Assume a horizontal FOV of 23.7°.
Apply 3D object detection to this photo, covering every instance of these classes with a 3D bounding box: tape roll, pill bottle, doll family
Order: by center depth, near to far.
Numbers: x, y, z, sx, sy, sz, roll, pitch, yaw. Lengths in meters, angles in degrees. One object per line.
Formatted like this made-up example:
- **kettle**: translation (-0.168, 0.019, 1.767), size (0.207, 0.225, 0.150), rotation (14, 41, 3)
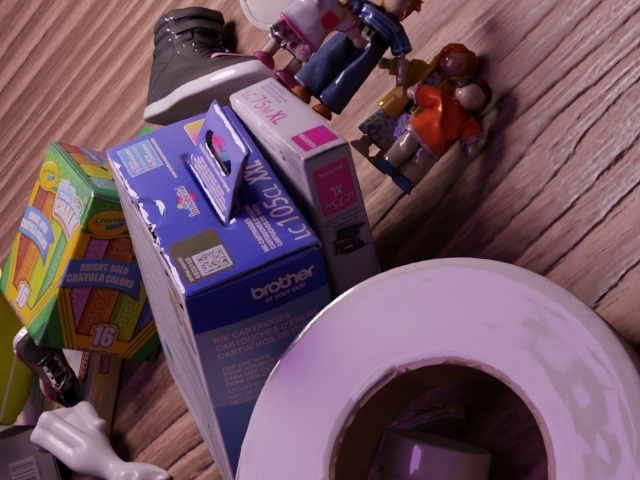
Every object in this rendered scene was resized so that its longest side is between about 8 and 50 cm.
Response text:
- **tape roll**: translation (0.111, 0.207, 1.308), size (0.392, 0.072, 0.392), rotation (-9, 70, 26)
- **pill bottle**: translation (0.086, 0.298, 1.416), size (0.131, 0.131, 0.229), rotation (13, 90, 57)
- **doll family**: translation (0.063, -0.179, 1.559), size (0.163, 0.263, 0.118), rotation (-48, 3, 2)

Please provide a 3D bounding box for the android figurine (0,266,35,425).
- **android figurine**: translation (-0.464, 0.162, 2.122), size (0.056, 0.273, 0.248), rotation (7, 76, 13)

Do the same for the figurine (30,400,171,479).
- **figurine**: translation (-0.304, 0.346, 1.998), size (0.209, 0.092, 0.215), rotation (29, 97, 33)

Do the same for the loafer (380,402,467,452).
- **loafer**: translation (0.099, 0.180, 1.516), size (0.125, 0.045, 0.039), rotation (-37, 44, 48)

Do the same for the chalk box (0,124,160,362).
- **chalk box**: translation (-0.279, -0.013, 2.018), size (0.180, 0.179, 0.289), rotation (42, 115, 53)

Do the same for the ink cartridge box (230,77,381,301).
- **ink cartridge box**: translation (0.000, 0.000, 1.603), size (0.186, 0.065, 0.311), rotation (45, 154, 53)

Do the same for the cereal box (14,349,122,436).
- **cereal box**: translation (-0.365, 0.215, 2.192), size (0.240, 0.047, 0.173), rotation (5, 86, 57)

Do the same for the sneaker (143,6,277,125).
- **sneaker**: translation (-0.147, -0.240, 1.957), size (0.295, 0.104, 0.147), rotation (-10, 77, 59)

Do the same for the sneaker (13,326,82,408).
- **sneaker**: translation (-0.358, 0.171, 2.055), size (0.061, 0.158, 0.065), rotation (-44, 49, -18)

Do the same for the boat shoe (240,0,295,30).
- **boat shoe**: translation (-0.023, -0.414, 1.869), size (0.099, 0.116, 0.320), rotation (-33, -45, -75)

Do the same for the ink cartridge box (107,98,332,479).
- **ink cartridge box**: translation (-0.091, 0.052, 1.562), size (0.270, 0.151, 0.396), rotation (-124, 16, -47)

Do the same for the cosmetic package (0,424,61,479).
- **cosmetic package**: translation (-0.471, 0.341, 2.222), size (0.238, 0.107, 0.127), rotation (-6, 100, 60)
